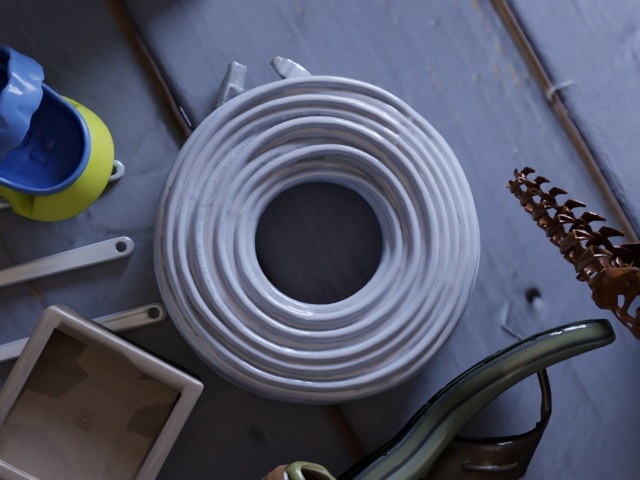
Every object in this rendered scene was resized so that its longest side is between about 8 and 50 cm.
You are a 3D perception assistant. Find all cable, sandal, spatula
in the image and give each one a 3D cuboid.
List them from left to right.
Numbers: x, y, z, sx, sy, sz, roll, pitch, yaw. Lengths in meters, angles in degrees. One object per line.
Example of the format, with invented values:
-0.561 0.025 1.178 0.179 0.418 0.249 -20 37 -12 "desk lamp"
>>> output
-0.308 -0.120 0.916 0.317 0.138 0.126 17 79 2 "sandal"
-0.255 0.027 0.970 0.242 0.019 0.168 -16 85 -6 "spatula"
0.000 0.000 0.957 0.257 0.089 0.257 25 83 -2 "cable"
0.103 0.162 0.939 0.303 0.120 0.086 -41 84 2 "sandal"

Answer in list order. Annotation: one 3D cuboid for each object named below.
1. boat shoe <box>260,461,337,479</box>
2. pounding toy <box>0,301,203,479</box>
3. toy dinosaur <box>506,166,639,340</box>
0.063 0.261 0.857 0.307 0.110 0.104 36 105 -26 "boat shoe"
-0.221 0.136 0.919 0.206 0.094 0.181 28 85 -6 "pounding toy"
0.287 0.034 0.864 0.322 0.164 0.218 15 127 -4 "toy dinosaur"
